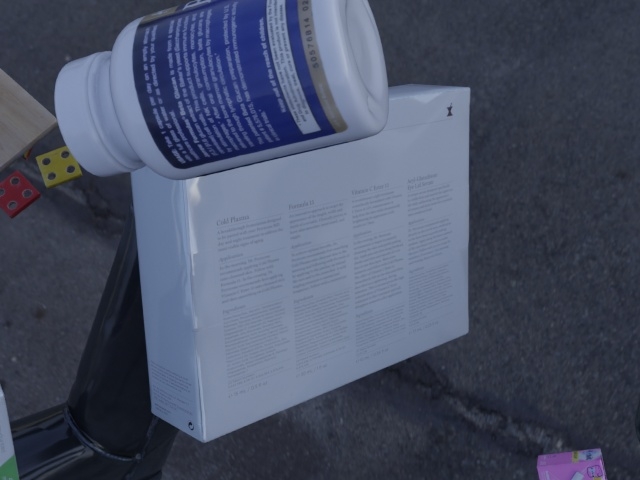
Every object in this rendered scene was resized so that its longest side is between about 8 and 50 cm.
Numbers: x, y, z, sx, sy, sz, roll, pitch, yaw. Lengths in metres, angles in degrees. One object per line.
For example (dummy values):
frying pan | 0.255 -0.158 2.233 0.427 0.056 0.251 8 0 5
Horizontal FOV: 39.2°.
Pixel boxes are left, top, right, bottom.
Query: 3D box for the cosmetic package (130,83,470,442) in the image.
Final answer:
cosmetic package | 0.000 0.000 0.905 0.377 0.284 0.097 -14 21 -40

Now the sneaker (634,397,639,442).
sneaker | 0.361 0.185 0.836 0.087 0.227 0.130 -22 47 -2

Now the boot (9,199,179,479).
boot | -0.266 0.147 1.063 0.367 0.445 0.146 -3 43 -50

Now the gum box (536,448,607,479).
gum box | 0.442 0.460 1.532 0.107 0.062 0.188 -11 93 17

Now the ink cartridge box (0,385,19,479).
ink cartridge box | -0.398 0.208 0.829 0.213 0.154 0.093 -13 33 -27

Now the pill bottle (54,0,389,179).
pill bottle | -0.055 -0.086 0.494 0.170 0.094 0.094 -11 55 18

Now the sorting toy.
sorting toy | -0.420 -0.136 1.155 0.274 0.046 0.132 40 72 16
